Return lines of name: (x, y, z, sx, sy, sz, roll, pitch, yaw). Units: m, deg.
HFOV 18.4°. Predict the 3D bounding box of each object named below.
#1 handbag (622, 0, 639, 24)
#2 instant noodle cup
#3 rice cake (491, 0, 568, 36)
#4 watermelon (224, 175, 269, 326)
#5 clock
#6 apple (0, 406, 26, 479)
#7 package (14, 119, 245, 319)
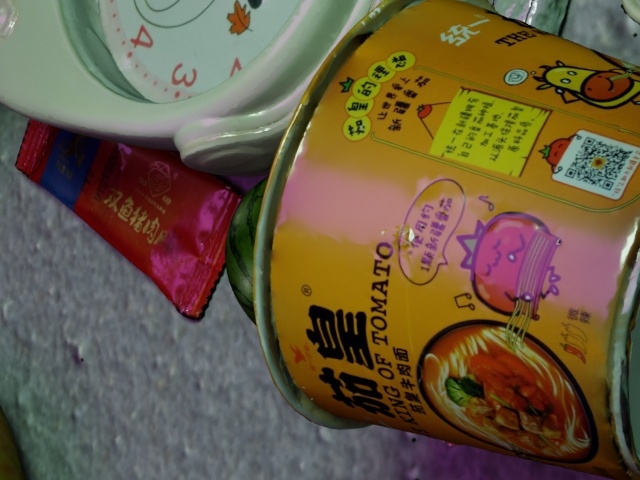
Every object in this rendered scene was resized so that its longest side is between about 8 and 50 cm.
handbag: (0.242, -0.157, 0.784, 0.315, 0.109, 0.241, -6, 46, 41)
instant noodle cup: (0.100, 0.006, 0.872, 0.172, 0.215, 0.216, 18, 95, 34)
rice cake: (0.086, -0.060, 1.003, 0.033, 0.033, 0.208, 24, 99, 44)
watermelon: (-0.003, 0.006, 1.033, 0.109, 0.109, 0.109, -8, 78, 42)
clock: (-0.042, -0.163, 1.081, 0.324, 0.108, 0.265, 23, 94, 41)
apple: (-0.307, 0.174, 1.189, 0.264, 0.264, 0.264, -8, 78, 42)
package: (-0.119, -0.035, 1.199, 0.200, 0.022, 0.083, 38, 109, 38)
